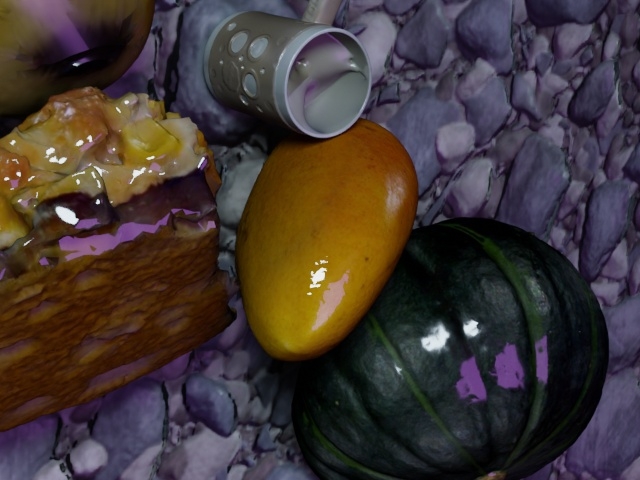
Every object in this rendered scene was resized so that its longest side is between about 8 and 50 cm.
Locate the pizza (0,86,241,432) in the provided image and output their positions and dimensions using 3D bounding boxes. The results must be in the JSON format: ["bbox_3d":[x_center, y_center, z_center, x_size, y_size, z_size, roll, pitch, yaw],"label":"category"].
[{"bbox_3d":[-0.175,0.022,0.764,0.409,0.114,0.278,-7,146,-51],"label":"pizza"}]

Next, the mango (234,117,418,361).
[{"bbox_3d":[-0.004,-0.004,0.917,0.102,0.141,0.217,53,31,-29],"label":"mango"}]

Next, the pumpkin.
[{"bbox_3d":[0.087,0.090,1.022,0.250,0.216,0.250,-28,146,-21],"label":"pumpkin"}]

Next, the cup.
[{"bbox_3d":[-0.027,-0.126,0.907,0.074,0.099,0.102,-25,120,-33],"label":"cup"}]

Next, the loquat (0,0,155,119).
[{"bbox_3d":[-0.164,-0.142,0.754,0.163,0.137,0.163,-4,102,-21],"label":"loquat"}]
